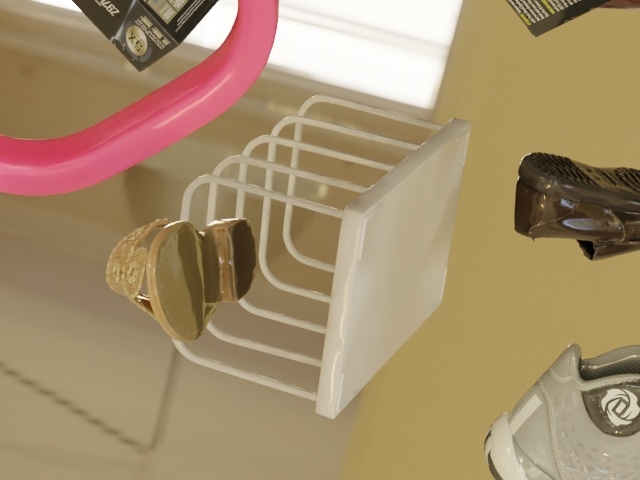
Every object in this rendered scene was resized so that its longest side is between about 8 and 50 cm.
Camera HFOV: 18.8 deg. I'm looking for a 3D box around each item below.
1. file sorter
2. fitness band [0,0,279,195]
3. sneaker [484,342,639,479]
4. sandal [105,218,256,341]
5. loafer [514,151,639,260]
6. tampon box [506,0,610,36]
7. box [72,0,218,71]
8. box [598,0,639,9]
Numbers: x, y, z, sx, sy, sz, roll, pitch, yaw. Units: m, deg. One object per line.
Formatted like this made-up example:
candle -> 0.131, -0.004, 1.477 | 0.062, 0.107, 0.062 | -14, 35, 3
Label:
file sorter -> 0.000, 0.000, 1.751 | 0.173, 0.192, 0.278 | 15, -155, 18
fitness band -> -0.168, -0.143, 1.352 | 0.209, 0.291, 0.054 | 51, -158, -31
sneaker -> 0.223, 0.140, 1.164 | 0.229, 0.132, 0.086 | 31, -158, -6
sandal -> -0.118, 0.026, 1.443 | 0.079, 0.088, 0.240 | -2, -174, 15
loafer -> 0.258, -0.021, 1.740 | 0.220, 0.078, 0.080 | 13, -156, -27
tampon box -> 0.189, -0.244, 1.361 | 0.101, 0.161, 0.120 | 42, -150, -49
box -> -0.154, -0.275, 1.823 | 0.147, 0.180, 0.077 | 46, 143, -14
box -> 0.285, -0.423, 1.792 | 0.143, 0.381, 0.191 | 5, -148, 18
